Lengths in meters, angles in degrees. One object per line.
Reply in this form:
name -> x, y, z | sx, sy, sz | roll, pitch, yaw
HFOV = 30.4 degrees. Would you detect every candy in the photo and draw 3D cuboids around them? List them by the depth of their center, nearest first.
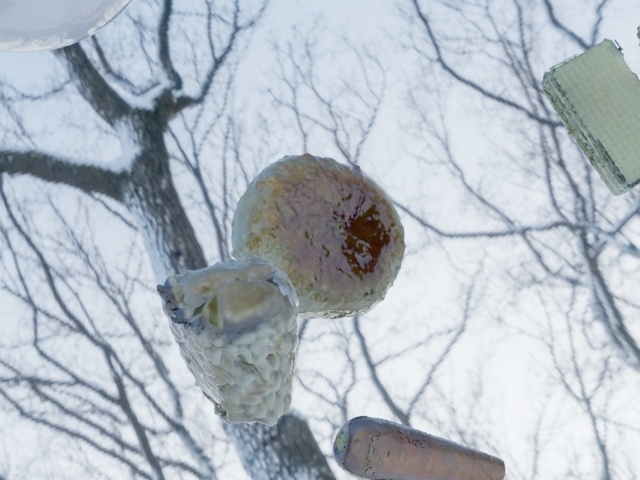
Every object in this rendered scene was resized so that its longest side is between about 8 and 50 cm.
candy -> -0.055, 0.063, 0.767 | 0.085, 0.095, 0.110 | -14, -58, -13

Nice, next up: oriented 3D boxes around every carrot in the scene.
carrot -> 0.087, 0.188, 1.016 | 0.161, 0.055, 0.055 | 14, -65, -25

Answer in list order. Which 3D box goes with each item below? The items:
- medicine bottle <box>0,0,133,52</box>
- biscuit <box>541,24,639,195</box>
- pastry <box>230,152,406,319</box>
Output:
medicine bottle -> -0.143, -0.226, 0.449 | 0.130, 0.130, 0.341 | -19, -44, -12
biscuit -> 0.353, -0.162, 1.204 | 0.250, 0.147, 0.046 | -32, -7, -19
pastry -> 0.000, 0.000, 1.286 | 0.192, 0.182, 0.093 | 14, -24, -27
